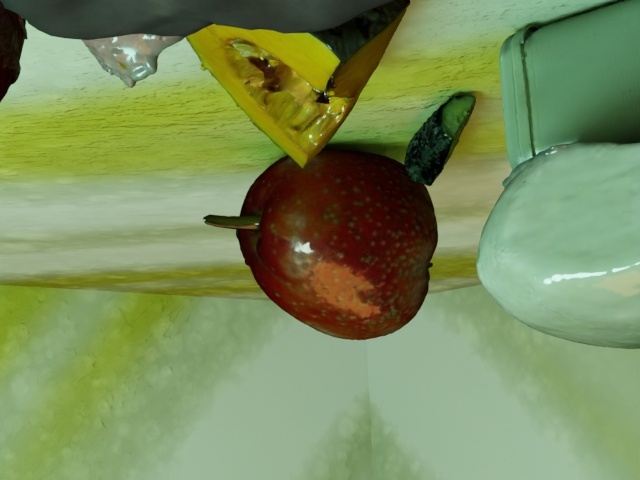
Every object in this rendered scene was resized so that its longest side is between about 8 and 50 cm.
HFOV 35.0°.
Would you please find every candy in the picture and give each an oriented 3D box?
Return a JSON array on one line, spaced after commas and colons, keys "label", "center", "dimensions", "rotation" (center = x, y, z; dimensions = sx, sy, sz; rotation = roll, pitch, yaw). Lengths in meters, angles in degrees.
[{"label": "candy", "center": [0.358, 0.006, 0.999], "dimensions": [0.386, 0.186, 0.427], "rotation": [-15, 167, 18]}]

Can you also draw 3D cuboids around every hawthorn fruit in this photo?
[{"label": "hawthorn fruit", "center": [0.000, 0.000, 1.496], "dimensions": [0.369, 0.284, 0.285], "rotation": [10, 165, -29]}]

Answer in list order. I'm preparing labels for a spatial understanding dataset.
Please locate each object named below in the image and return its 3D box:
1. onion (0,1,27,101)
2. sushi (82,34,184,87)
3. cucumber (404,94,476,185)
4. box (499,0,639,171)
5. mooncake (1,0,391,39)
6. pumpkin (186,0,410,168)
[{"label": "onion", "center": [-0.352, -0.165, 0.720], "dimensions": [0.281, 0.221, 0.281], "rotation": [-14, 157, -6]}, {"label": "sushi", "center": [-0.133, -0.221, 0.729], "dimensions": [0.161, 0.241, 0.107], "rotation": [-40, 128, 0]}, {"label": "cucumber", "center": [0.154, -0.141, 1.367], "dimensions": [0.062, 0.078, 0.211], "rotation": [29, 167, 6]}, {"label": "box", "center": [0.428, -0.155, 1.084], "dimensions": [0.344, 0.177, 0.352], "rotation": [-16, 163, 39]}, {"label": "mooncake", "center": [-0.062, -0.227, 0.443], "dimensions": [0.351, 0.212, 0.381], "rotation": [5, 166, -27]}, {"label": "pumpkin", "center": [-0.025, -0.200, 0.952], "dimensions": [0.169, 0.148, 0.312], "rotation": [38, 163, 3]}]
